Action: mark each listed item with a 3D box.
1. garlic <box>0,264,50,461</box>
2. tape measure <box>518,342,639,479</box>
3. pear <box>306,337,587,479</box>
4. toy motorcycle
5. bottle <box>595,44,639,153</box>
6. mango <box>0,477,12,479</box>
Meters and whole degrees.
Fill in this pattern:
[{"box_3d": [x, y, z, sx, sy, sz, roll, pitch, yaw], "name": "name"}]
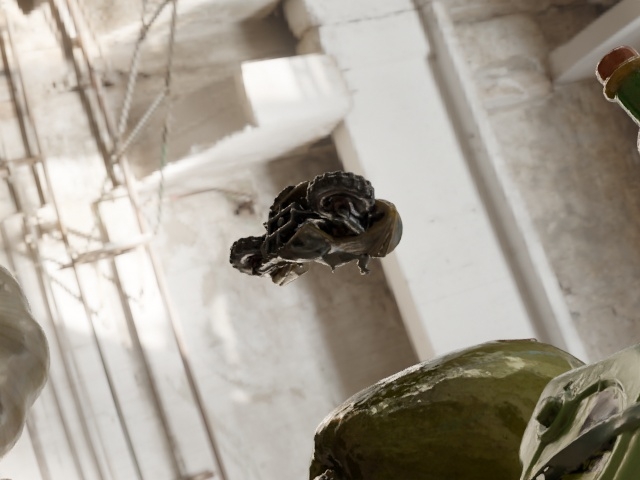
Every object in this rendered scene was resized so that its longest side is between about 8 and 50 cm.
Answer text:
[{"box_3d": [-0.299, 0.123, 0.746, 0.199, 0.199, 0.226, 55, -39, 31], "name": "garlic"}, {"box_3d": [0.174, 0.139, 0.582, 0.106, 0.175, 0.200, 32, -25, -5], "name": "tape measure"}, {"box_3d": [0.139, 0.239, 1.038, 0.287, 0.375, 0.288, -7, -98, 63], "name": "pear"}, {"box_3d": [0.000, -0.001, 1.147, 0.229, 0.129, 0.094, -35, -135, 46], "name": "toy motorcycle"}, {"box_3d": [0.273, -0.075, 0.781, 0.187, 0.069, 0.069, 58, -34, 28], "name": "bottle"}, {"box_3d": [-0.382, 0.346, 0.866, 0.201, 0.350, 0.199, 57, -32, 5], "name": "mango"}]
